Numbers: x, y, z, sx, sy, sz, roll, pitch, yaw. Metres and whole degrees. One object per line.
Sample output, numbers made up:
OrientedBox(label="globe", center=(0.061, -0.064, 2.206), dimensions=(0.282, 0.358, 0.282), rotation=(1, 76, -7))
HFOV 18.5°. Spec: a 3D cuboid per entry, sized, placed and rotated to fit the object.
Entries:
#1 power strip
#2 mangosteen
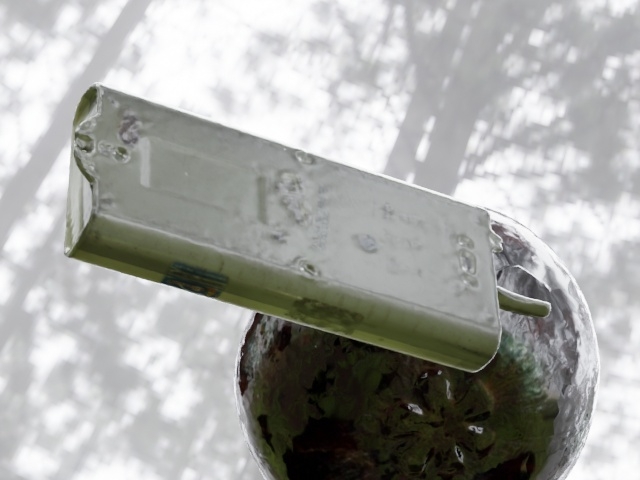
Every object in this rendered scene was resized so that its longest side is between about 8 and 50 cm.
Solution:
OrientedBox(label="power strip", center=(0.000, 0.000, 0.935), dimensions=(0.268, 0.092, 0.034), rotation=(17, -41, -24))
OrientedBox(label="mangosteen", center=(0.059, 0.074, 1.160), dimensions=(0.216, 0.216, 0.216), rotation=(10, -49, 11))
